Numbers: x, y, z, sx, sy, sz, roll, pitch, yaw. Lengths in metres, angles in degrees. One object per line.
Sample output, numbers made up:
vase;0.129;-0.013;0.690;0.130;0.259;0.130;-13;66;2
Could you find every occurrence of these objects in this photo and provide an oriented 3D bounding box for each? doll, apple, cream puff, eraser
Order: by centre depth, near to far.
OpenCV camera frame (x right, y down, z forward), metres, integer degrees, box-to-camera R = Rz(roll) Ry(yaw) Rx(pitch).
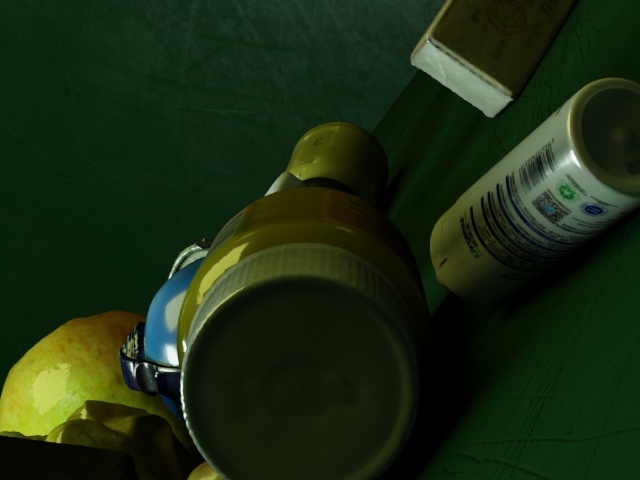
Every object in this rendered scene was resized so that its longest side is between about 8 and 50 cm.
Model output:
cream puff;-0.253;0.332;1.734;0.269;0.323;0.274;-32;18;-25
doll;-0.094;0.118;1.830;0.310;0.284;0.240;-85;-12;-72
eraser;0.261;-0.333;1.996;0.343;0.144;0.078;-56;3;-24
apple;-0.302;0.272;2.187;0.339;0.339;0.339;-55;5;7

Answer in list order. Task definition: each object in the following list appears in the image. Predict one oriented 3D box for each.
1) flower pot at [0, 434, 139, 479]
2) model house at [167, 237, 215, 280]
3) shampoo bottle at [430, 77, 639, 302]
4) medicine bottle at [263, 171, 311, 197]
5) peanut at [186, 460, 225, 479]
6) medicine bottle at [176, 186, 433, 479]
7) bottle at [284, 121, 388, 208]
flower pot;-0.284;0.313;1.404;0.379;0.251;0.379;171;90;-89
model house;-0.086;0.091;2.146;0.205;0.218;0.278;-66;-7;17
shampoo bottle;0.160;-0.021;1.159;0.092;0.092;0.303;-58;4;-26
medicine bottle;0.000;0.000;2.002;0.103;0.186;0.103;-55;4;5
peanut;-0.092;0.278;1.414;0.137;0.122;0.253;-67;7;-26
medicine bottle;-0.012;0.083;1.335;0.224;0.224;0.384;-55;5;8
bottle;0.010;-0.061;2.459;0.171;0.171;0.351;-53;7;23
